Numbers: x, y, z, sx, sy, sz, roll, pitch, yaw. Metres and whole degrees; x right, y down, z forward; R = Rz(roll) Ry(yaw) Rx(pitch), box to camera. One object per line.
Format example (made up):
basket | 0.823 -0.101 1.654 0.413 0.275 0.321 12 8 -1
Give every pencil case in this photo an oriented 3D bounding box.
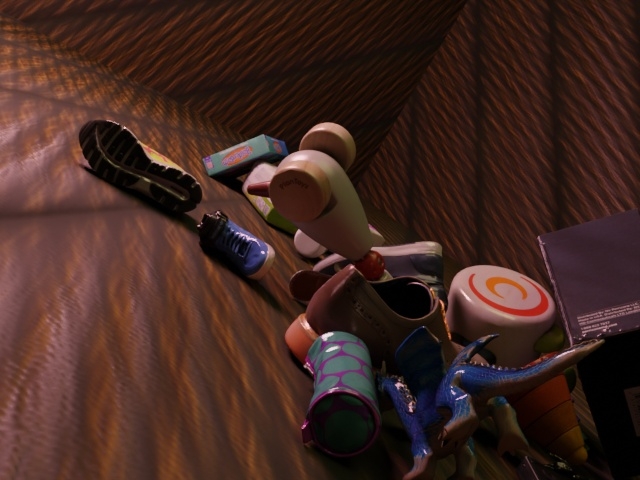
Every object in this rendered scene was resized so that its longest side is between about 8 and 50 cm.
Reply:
pencil case | 0.018 0.140 0.616 0.070 0.065 0.152 -8 11 1

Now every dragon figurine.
dragon figurine | 0.116 0.127 0.580 0.085 0.289 0.144 7 45 -16

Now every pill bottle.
pill bottle | -0.014 0.000 1.286 0.067 0.067 0.120 32 8 7

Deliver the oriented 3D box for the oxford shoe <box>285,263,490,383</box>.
oxford shoe | 0.128 0.129 0.815 0.363 0.133 0.130 22 15 -43

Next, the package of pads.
package of pads | -0.022 -0.066 1.516 0.296 0.101 0.229 26 10 -31

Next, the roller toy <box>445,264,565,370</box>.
roller toy | 0.313 0.148 1.179 0.191 0.146 0.209 5 30 -12

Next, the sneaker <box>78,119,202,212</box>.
sneaker | -0.281 -0.112 1.017 0.208 0.081 0.094 36 1 -11

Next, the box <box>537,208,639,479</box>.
box | 0.493 0.157 1.048 0.294 0.182 0.296 -79 147 -58

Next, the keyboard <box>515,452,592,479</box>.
keyboard | 0.367 0.346 0.759 0.317 0.033 0.201 32 10 -3

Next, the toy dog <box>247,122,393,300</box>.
toy dog | 0.000 0.000 0.972 0.160 0.334 0.220 -13 3 32

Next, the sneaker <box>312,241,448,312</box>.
sneaker | 0.101 0.094 1.090 0.226 0.164 0.086 -7 -23 7

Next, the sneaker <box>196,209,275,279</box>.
sneaker | -0.126 0.002 0.912 0.084 0.058 0.152 32 2 -33

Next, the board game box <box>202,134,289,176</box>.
board game box | -0.177 -0.203 1.601 0.210 0.160 0.047 -19 90 -79

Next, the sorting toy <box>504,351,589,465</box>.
sorting toy | 0.336 0.258 0.916 0.126 0.127 0.365 57 11 29
